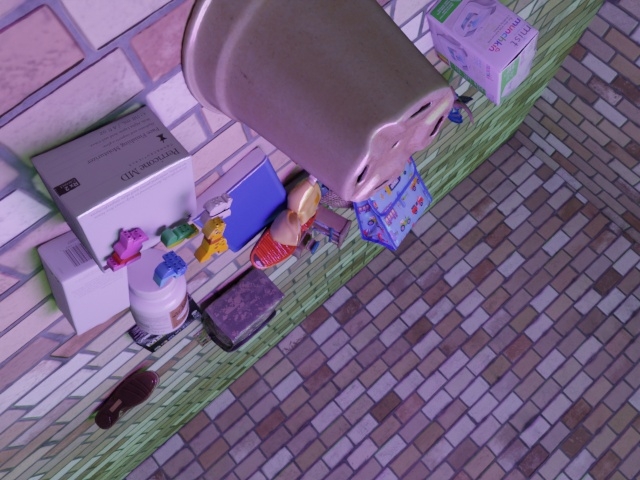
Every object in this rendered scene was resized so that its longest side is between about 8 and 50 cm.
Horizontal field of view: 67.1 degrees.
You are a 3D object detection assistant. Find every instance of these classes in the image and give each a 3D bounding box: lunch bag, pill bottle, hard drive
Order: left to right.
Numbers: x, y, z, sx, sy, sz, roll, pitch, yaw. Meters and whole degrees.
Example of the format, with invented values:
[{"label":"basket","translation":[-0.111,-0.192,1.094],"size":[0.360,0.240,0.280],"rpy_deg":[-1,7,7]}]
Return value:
[{"label":"pill bottle","translation":[-0.363,0.114,1.069],"size":[0.131,0.131,0.229],"rpy_deg":[-36,164,-27]},{"label":"lunch bag","translation":[-0.270,0.252,1.657],"size":[0.235,0.169,0.287],"rpy_deg":[-40,173,-25]},{"label":"hard drive","translation":[-0.183,-0.082,1.173],"size":[0.210,0.040,0.318],"rpy_deg":[-42,166,-4]},{"label":"lunch bag","translation":[0.190,-0.156,1.419],"size":[0.221,0.138,0.293],"rpy_deg":[-51,137,-21]}]

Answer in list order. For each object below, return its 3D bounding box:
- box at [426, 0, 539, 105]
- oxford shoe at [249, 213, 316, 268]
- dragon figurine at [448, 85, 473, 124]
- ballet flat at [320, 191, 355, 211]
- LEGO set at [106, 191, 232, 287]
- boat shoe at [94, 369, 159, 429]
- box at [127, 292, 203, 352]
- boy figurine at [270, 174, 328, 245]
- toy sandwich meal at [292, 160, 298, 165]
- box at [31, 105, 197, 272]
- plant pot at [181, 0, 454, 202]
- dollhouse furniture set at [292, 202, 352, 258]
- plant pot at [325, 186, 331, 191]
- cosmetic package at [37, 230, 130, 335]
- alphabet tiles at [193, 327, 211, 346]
[{"label":"box","translation":[0.404,-0.486,1.199],"size":[0.127,0.231,0.262],"rpy_deg":[-47,166,12]},{"label":"oxford shoe","translation":[-0.116,-0.014,1.361],"size":[0.098,0.096,0.271],"rpy_deg":[-10,-150,48]},{"label":"dragon figurine","translation":[0.404,-0.413,1.475],"size":[0.144,0.289,0.085],"rpy_deg":[11,108,-38]},{"label":"ballet flat","translation":[0.131,-0.161,1.624],"size":[0.182,0.163,0.483],"rpy_deg":[-26,168,27]},{"label":"LEGO set","translation":[-0.203,-0.009,0.754],"size":[0.227,0.087,0.093],"rpy_deg":[-33,164,-40]},{"label":"boat shoe","translation":[-0.635,0.514,1.608],"size":[0.257,0.095,0.095],"rpy_deg":[-38,180,5]},{"label":"box","translation":[-0.440,0.236,1.392],"size":[0.191,0.045,0.184],"rpy_deg":[-39,167,-17]},{"label":"boy figurine","translation":[-0.030,-0.109,1.283],"size":[0.285,0.092,0.177],"rpy_deg":[-55,167,-26]},{"label":"toy sandwich meal","translation":[-0.029,-0.216,1.188],"size":[0.086,0.029,0.085],"rpy_deg":[-26,170,-5]},{"label":"box","translation":[-0.297,-0.074,0.735],"size":[0.181,0.119,0.182],"rpy_deg":[-36,164,-26]},{"label":"plant pot","translation":[0.017,-0.234,0.740],"size":[0.334,0.305,0.334],"rpy_deg":[-39,165,-12]},{"label":"dollhouse furniture set","translation":[0.000,0.000,1.620],"size":[0.183,0.129,0.129],"rpy_deg":[-58,171,-20]},{"label":"plant pot","translation":[0.061,-0.246,1.100],"size":[0.187,0.167,0.188],"rpy_deg":[-23,156,-54]},{"label":"cosmetic package","translation":[-0.427,0.074,0.889],"size":[0.117,0.085,0.231],"rpy_deg":[-33,164,-35]},{"label":"alphabet tiles","translation":[-0.376,0.314,1.860],"size":[0.237,0.009,0.198],"rpy_deg":[-39,165,-18]}]
